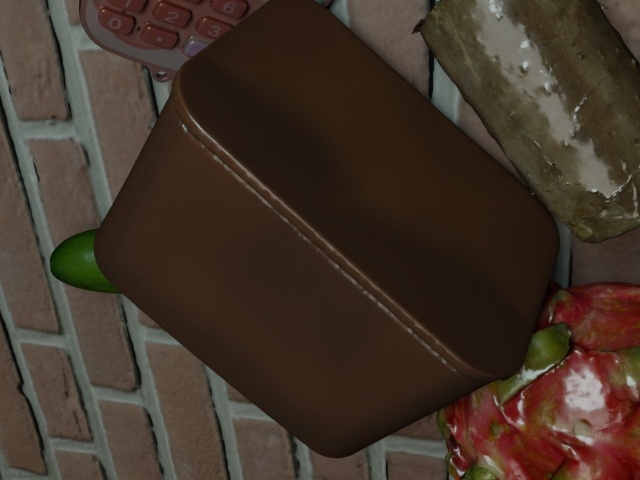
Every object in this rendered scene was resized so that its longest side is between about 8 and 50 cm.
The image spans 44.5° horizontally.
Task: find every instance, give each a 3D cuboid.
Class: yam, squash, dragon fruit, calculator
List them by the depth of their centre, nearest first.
[{"bbox_3d":[0.197,-0.124,0.648,0.238,0.128,0.129,52,155,-4],"label":"yam"},{"bbox_3d":[-0.073,-0.259,0.659,0.220,0.048,0.330,11,136,-35],"label":"calculator"},{"bbox_3d":[0.255,0.150,0.710,0.302,0.231,0.237,-25,95,17],"label":"dragon fruit"},{"bbox_3d":[-0.174,0.024,0.887,0.292,0.082,0.082,3,117,17],"label":"squash"}]

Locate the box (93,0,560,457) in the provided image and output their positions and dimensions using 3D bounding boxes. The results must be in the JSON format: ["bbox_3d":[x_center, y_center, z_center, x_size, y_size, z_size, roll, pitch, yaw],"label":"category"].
[{"bbox_3d":[0.000,0.000,0.706,0.339,0.239,0.229,41,132,-5],"label":"box"}]
